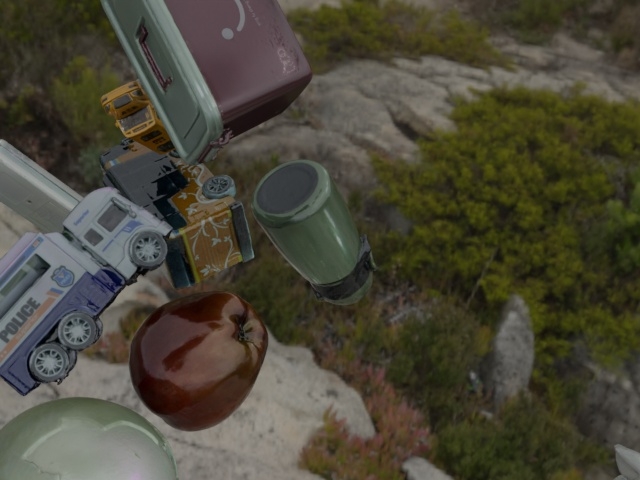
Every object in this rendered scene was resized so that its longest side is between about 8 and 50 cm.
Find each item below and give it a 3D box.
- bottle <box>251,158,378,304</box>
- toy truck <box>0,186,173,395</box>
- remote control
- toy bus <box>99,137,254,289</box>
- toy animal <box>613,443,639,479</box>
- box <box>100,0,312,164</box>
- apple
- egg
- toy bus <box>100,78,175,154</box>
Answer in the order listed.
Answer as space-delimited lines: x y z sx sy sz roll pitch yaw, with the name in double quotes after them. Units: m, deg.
0.002 0.000 1.741 0.168 0.347 0.168 -14 49 17 "bottle"
-0.316 0.050 1.076 0.155 0.124 0.268 41 79 -6 "toy truck"
-0.540 -0.081 1.681 0.277 0.103 0.055 41 40 -30 "remote control"
-0.242 -0.062 1.423 0.167 0.138 0.275 -27 48 -17 "toy bus"
0.525 0.433 1.398 0.127 0.193 0.178 6 44 2 "toy animal"
-0.150 -0.265 1.123 0.167 0.193 0.294 -27 89 -24 "box"
-0.198 0.194 1.399 0.234 0.234 0.234 5 36 -3 "apple"
-0.339 0.367 1.239 0.336 0.278 0.278 4 25 46 "egg"
-0.266 -0.186 1.321 0.069 0.162 0.074 -23 76 11 "toy bus"
